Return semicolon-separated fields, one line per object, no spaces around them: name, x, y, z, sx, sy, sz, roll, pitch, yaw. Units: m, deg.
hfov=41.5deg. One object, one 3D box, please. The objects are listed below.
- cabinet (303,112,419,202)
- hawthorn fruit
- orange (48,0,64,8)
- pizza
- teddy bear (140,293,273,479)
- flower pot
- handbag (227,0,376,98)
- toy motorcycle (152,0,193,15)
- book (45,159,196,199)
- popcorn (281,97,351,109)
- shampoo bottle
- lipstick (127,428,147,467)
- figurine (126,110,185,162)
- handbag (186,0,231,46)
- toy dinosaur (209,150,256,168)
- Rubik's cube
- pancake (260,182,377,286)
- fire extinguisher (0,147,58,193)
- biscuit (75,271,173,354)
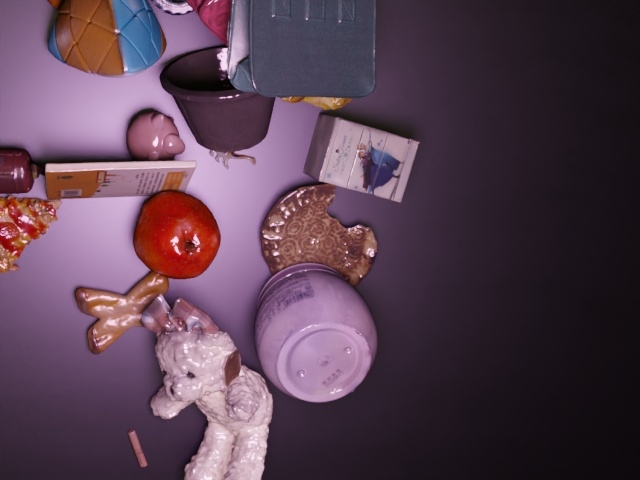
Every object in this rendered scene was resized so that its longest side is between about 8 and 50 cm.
cabinet;0.091;-0.188;1.922;0.206;0.150;0.145;14;97;-18
hawthorn fruit;-0.299;-0.004;1.815;0.197;0.225;0.196;-5;103;-23
orange;-0.522;-0.512;1.737;0.086;0.062;0.086;-4;78;19
pizza;-0.645;-0.039;1.803;0.199;0.062;0.188;-28;109;-10
teddy bear;-0.278;0.357;1.852;0.362;0.327;0.375;37;64;-47
flower pot;-0.199;-0.294;1.796;0.269;0.269;0.166;-12;127;-12
handbag;-0.030;-0.401;1.668;0.326;0.089;0.238;-6;104;-40
toy motorcycle;-0.291;-0.677;1.715;0.237;0.169;0.410;-18;112;-4
book;-0.420;-0.124;1.767;0.295;0.208;0.020;-3;77;-18
popcorn;-0.004;-0.369;1.850;0.195;0.173;0.168;-4;142;-25
shampoo bottle;-0.015;0.205;1.900;0.273;0.266;0.273;-4;118;-8
lipstick;-0.431;0.490;1.989;0.019;0.019;0.094;-19;105;-10
figurine;-0.353;-0.215;1.806;0.125;0.138;0.125;-4;101;-20
handbag;-0.168;-0.474;1.707;0.146;0.135;0.225;-43;144;12
toy dinosaur;-0.229;-0.204;1.894;0.180;0.037;0.058;33;68;-25
Rubik's cube;-0.388;-0.402;1.711;0.254;0.254;0.254;-3;102;-14
pancake;0.000;0.000;1.973;0.288;0.033;0.286;5;110;-16
fire extinguisher;-0.708;-0.145;1.724;0.341;0.141;0.105;-2;97;-12
biscuit;-0.433;0.157;1.906;0.208;0.047;0.164;-15;108;-13
